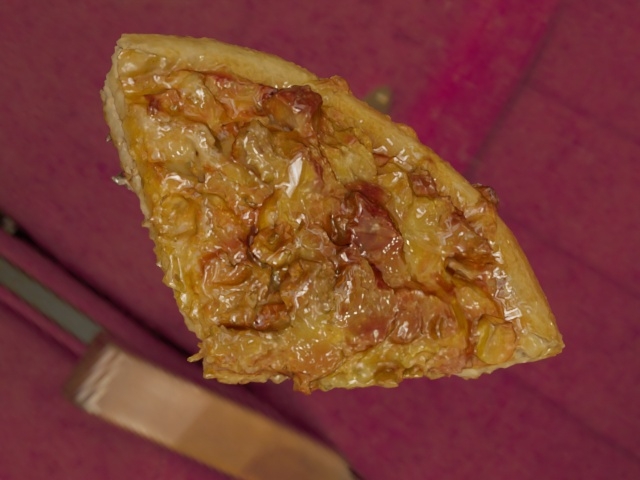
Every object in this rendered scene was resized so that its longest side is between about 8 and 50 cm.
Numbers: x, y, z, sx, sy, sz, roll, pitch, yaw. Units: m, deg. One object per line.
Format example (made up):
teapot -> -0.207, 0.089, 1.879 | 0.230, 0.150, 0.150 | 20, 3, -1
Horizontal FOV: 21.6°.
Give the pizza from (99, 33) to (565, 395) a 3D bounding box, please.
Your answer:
pizza -> 0.000, 0.000, 1.005 | 0.335, 0.086, 0.226 | 36, 49, -7
